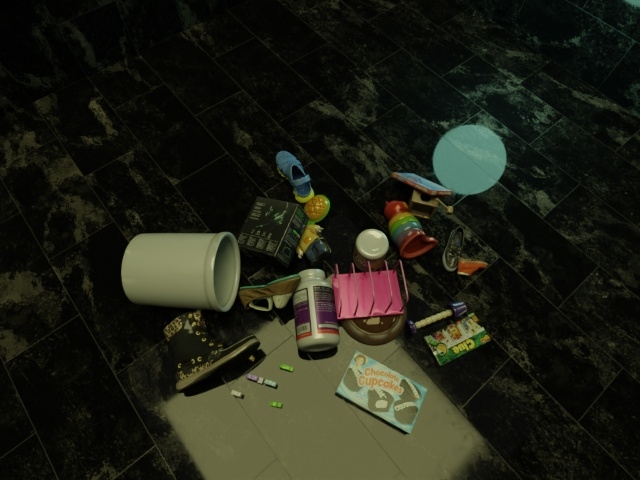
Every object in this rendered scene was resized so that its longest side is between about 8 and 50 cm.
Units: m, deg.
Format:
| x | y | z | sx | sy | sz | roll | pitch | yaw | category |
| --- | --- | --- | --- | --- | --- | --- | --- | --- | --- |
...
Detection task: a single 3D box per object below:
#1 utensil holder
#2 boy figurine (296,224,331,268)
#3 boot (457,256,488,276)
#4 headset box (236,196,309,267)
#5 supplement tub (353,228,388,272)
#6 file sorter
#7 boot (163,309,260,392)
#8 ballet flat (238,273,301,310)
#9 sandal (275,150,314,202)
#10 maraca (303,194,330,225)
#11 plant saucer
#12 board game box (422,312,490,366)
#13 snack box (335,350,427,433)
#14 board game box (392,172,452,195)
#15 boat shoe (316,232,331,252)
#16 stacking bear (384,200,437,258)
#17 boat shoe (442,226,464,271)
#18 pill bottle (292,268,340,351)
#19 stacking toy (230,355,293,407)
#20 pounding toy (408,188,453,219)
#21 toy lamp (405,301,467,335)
| x | y | z | sx | sy | sz | roll | pitch | yaw | category |
| --- | --- | --- | --- | --- | --- | --- | --- | --- | --- |
| -0.569 | 0.125 | 1.731 | 0.384 | 0.328 | 0.328 | 1 | 63 | 8 | utensil holder |
| -0.059 | -0.008 | 1.923 | 0.177 | 0.092 | 0.285 | -48 | 56 | 18 | boy figurine |
| 0.705 | 0.127 | 1.920 | 0.157 | 0.059 | 0.085 | 5 | 95 | -15 | boot |
| -0.217 | -0.051 | 1.882 | 0.246 | 0.131 | 0.284 | 12 | 70 | 30 | headset box |
| 0.223 | 0.054 | 1.861 | 0.144 | 0.200 | 0.145 | 0 | 62 | -1 | supplement tub |
| 0.206 | 0.201 | 1.742 | 0.289 | 0.182 | 0.202 | -4 | 63 | -3 | file sorter |
| -0.456 | 0.409 | 1.682 | 0.377 | 0.138 | 0.284 | -33 | 64 | 5 | boot |
| -0.212 | 0.233 | 1.751 | 0.341 | 0.116 | 0.124 | -16 | 80 | 30 | ballet flat |
| -0.129 | -0.347 | 2.095 | 0.126 | 0.138 | 0.318 | -29 | 66 | -13 | sandal |
| -0.032 | -0.140 | 2.016 | 0.127 | 0.099 | 0.186 | 42 | 94 | 29 | maraca |
| 0.232 | 0.303 | 1.821 | 0.309 | 0.050 | 0.311 | 0 | 64 | -1 | plant saucer |
| 0.587 | 0.425 | 1.777 | 0.259 | 0.030 | 0.136 | -23 | 68 | -12 | board game box |
| 0.243 | 0.606 | 1.659 | 0.321 | 0.060 | 0.187 | 26 | 65 | 12 | snack box |
| 0.494 | -0.279 | 2.025 | 0.144 | 0.027 | 0.281 | -1 | 25 | -32 | board game box |
| 0.000 | 0.000 | 1.967 | 0.056 | 0.049 | 0.152 | -35 | 69 | -17 | boat shoe |
| 0.395 | -0.073 | 1.958 | 0.164 | 0.175 | 0.289 | -41 | 49 | 26 | stacking bear |
| 0.637 | 0.034 | 1.948 | 0.080 | 0.076 | 0.229 | 22 | 64 | 10 | boat shoe |
| -0.024 | 0.293 | 1.745 | 0.181 | 0.182 | 0.324 | -5 | 63 | -4 | pill bottle |
| -0.238 | 0.567 | 1.674 | 0.220 | 0.052 | 0.167 | 14 | 64 | 5 | stacking toy |
| 0.542 | -0.187 | 2.000 | 0.205 | 0.181 | 0.094 | 14 | 63 | 6 | pounding toy |
| 0.506 | 0.334 | 1.795 | 0.274 | 0.080 | 0.080 | -17 | 65 | -8 | toy lamp |
